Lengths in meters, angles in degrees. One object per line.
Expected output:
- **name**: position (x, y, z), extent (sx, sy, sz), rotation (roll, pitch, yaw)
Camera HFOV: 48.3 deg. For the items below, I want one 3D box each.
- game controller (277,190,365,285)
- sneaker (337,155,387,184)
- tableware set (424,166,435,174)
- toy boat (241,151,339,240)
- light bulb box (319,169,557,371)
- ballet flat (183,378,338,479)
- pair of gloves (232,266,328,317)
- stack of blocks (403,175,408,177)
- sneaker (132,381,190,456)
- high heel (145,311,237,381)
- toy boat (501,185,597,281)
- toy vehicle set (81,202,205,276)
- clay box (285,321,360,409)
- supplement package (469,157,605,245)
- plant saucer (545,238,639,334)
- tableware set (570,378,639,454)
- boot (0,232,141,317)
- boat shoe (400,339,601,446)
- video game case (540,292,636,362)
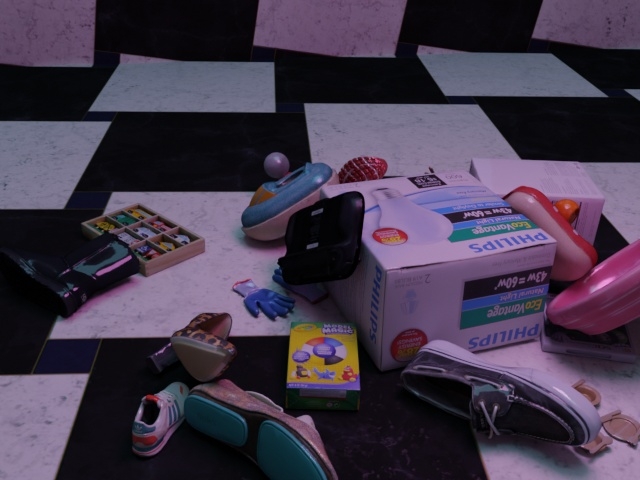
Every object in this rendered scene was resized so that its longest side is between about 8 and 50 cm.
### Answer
- **game controller**: position (0.000, 0.000, 1.411), extent (0.067, 0.167, 0.319), rotation (22, -14, -22)
- **sneaker**: position (0.080, -0.157, 1.851), extent (0.225, 0.088, 0.092), rotation (-25, 0, 34)
- **tableware set**: position (0.352, -0.135, 1.845), extent (0.194, 0.039, 0.128), rotation (25, 2, 1)
- **toy boat**: position (-0.087, -0.124, 1.756), extent (0.267, 0.148, 0.318), rotation (-32, 17, 7)
- **light bulb box**: position (0.214, 0.041, 1.449), extent (0.357, 0.225, 0.361), rotation (-9, 30, -17)
- **ballet flat**: position (-0.075, 0.294, 1.111), extent (0.316, 0.108, 0.106), rotation (24, 22, 33)
- **pair of gloves**: position (-0.080, 0.104, 1.526), extent (0.198, 0.023, 0.159), rotation (-21, 37, -34)
- **stack of blocks**: position (0.178, -0.058, 1.764), extent (0.297, 0.087, 0.171), rotation (-23, 38, -38)
- **sneaker**: position (-0.256, 0.271, 1.160), extent (0.057, 0.075, 0.161), rotation (10, 30, 14)
- **high heel**: position (-0.177, 0.164, 1.257), extent (0.186, 0.093, 0.261), rotation (-33, 12, -39)
- **toy boat**: position (0.490, -0.030, 1.500), extent (0.151, 0.151, 0.231), rotation (-39, 86, -21)
- **toy vehicle set**: position (-0.421, -0.008, 1.691), extent (0.266, 0.035, 0.166), rotation (25, 37, 36)
- **clay box**: position (0.004, 0.214, 1.301), extent (0.127, 0.053, 0.222), rotation (2, 30, -1)
- **supplement package**: position (0.485, -0.062, 1.674), extent (0.262, 0.198, 0.199), rotation (2, 30, 0)
- **plant saucer**: position (0.586, 0.076, 1.345), extent (0.332, 0.332, 0.084), rotation (-28, 81, -42)
- **tableware set**: position (0.452, 0.299, 1.210), extent (0.141, 0.020, 0.168), rotation (-16, 34, -28)
- **boot**: position (-0.533, 0.048, 1.521), extent (0.246, 0.094, 0.207), rotation (25, 40, 24)
- **boat shoe**: position (0.282, 0.271, 1.177), extent (0.335, 0.121, 0.119), rotation (14, 37, 42)
- **video game case**: position (0.529, 0.171, 1.442), extent (0.173, 0.022, 0.190), rotation (7, 29, 9)
